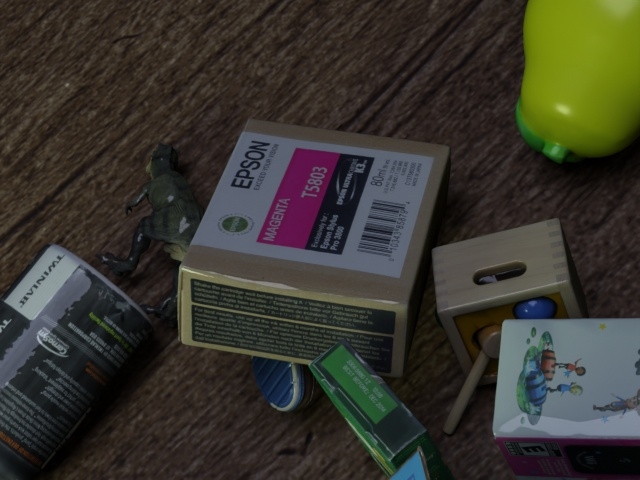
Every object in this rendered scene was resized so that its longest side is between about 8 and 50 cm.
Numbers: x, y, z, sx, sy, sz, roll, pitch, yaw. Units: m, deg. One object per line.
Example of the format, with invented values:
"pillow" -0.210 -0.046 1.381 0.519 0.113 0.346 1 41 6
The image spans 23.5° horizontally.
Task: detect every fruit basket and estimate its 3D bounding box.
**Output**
"fruit basket" 0.312 -0.243 1.359 0.392 0.283 0.392 11 108 39

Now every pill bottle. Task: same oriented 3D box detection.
"pill bottle" -0.275 0.133 1.397 0.130 0.130 0.245 31 76 31

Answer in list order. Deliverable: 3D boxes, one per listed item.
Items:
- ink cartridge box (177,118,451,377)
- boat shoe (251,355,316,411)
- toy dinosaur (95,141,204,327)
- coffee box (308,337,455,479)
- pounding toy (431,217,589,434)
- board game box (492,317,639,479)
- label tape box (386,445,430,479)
"ink cartridge box" 0.000 0.000 1.320 0.193 0.088 0.234 9 39 8
"boat shoe" -0.023 0.074 1.367 0.066 0.066 0.183 -50 39 38
"toy dinosaur" -0.140 0.007 1.443 0.118 0.064 0.268 -51 43 15
"coffee box" 0.060 0.161 1.225 0.040 0.184 0.113 -38 55 -6
"pounding toy" 0.151 0.074 1.284 0.141 0.130 0.100 -14 46 13
"board game box" 0.299 0.145 1.120 0.303 0.224 0.097 -3 60 20
"label tape box" 0.055 0.326 1.065 0.333 0.106 0.240 -51 43 43
